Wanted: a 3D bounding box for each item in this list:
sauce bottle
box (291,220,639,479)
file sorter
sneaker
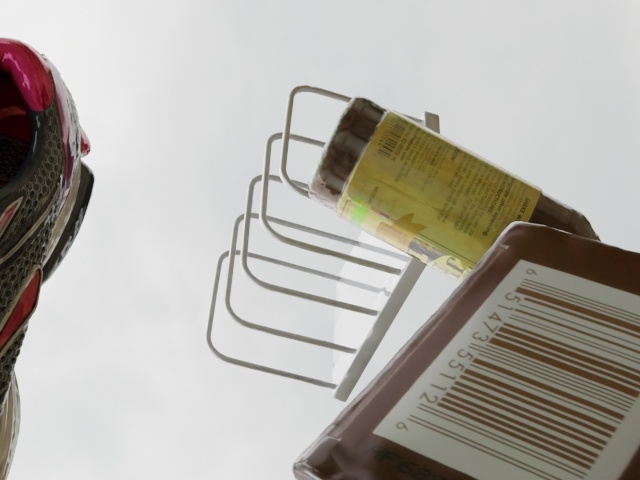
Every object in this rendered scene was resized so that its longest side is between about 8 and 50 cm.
[{"bbox_3d":[0.158,-0.005,0.951,0.111,0.344,0.111,-60,-6,-10],"label":"sauce bottle"},{"bbox_3d":[0.120,0.199,0.567,0.191,0.143,0.381,-43,-43,-35],"label":"box"},{"bbox_3d":[0.000,0.000,1.159,0.173,0.277,0.192,16,-139,-12],"label":"file sorter"},{"bbox_3d":[-0.204,0.034,0.543,0.112,0.121,0.299,107,174,-68],"label":"sneaker"}]
